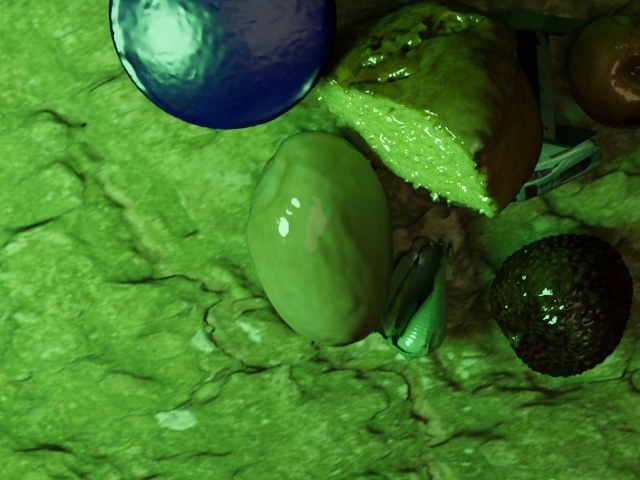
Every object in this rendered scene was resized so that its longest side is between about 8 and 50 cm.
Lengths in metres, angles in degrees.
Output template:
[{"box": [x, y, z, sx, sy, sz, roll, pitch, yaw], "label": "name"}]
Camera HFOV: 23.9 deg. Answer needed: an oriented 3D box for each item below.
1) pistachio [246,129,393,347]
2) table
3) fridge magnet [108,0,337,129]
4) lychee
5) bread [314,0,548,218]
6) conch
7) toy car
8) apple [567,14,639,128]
[{"box": [0.000, 0.000, 1.875, 0.182, 0.162, 0.293, -20, 117, -13], "label": "pistachio"}, {"box": [0.244, -0.200, 1.840, 0.062, 0.175, 0.146, -31, 124, -38], "label": "table"}, {"box": [-0.112, -0.258, 1.749, 0.265, 0.112, 0.265, 2, 107, 5], "label": "fridge magnet"}, {"box": [0.312, 0.081, 1.953, 0.194, 0.194, 0.194, -3, 115, -7], "label": "lychee"}, {"box": [0.145, -0.170, 1.757, 0.179, 0.340, 0.194, -43, 123, -14], "label": "bread"}, {"box": [0.119, 0.075, 1.981, 0.106, 0.079, 0.170, 7, 99, -18], "label": "conch"}, {"box": [0.257, -0.085, 1.907, 0.205, 0.056, 0.095, -21, 158, 1], "label": "toy car"}, {"box": [0.375, -0.203, 1.852, 0.146, 0.146, 0.146, -3, 115, -7], "label": "apple"}]
